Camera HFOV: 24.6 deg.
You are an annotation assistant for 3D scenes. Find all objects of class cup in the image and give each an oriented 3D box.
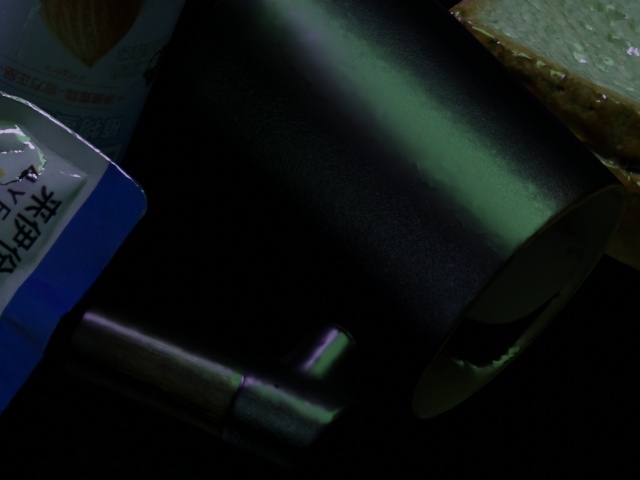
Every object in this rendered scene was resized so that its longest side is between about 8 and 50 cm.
[{"bbox_3d":[0.007,0.001,0.690,0.177,0.239,0.166,43,3,20],"label":"cup"}]

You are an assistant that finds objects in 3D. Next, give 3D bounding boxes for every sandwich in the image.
[{"bbox_3d":[0.192,-0.101,0.866,0.254,0.100,0.288,23,38,1],"label":"sandwich"}]

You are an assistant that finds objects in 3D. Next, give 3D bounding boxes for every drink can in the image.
[{"bbox_3d":[-0.114,-0.085,0.622,0.097,0.235,0.097,21,26,-11],"label":"drink can"}]

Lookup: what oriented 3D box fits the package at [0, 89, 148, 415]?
[{"bbox_3d":[-0.173,0.001,0.583,0.173,0.171,0.027,38,5,21],"label":"package"}]
